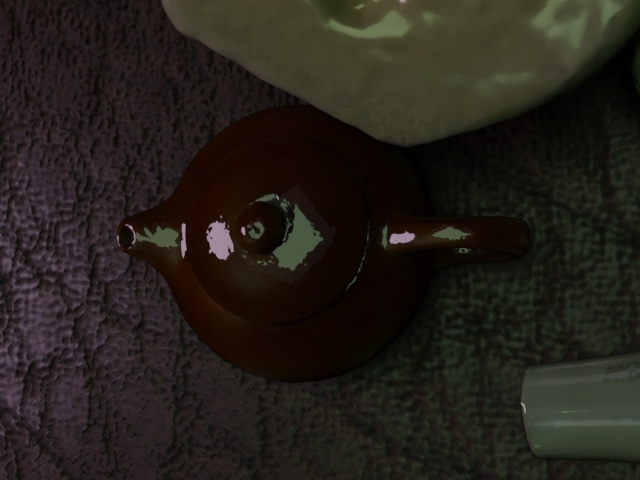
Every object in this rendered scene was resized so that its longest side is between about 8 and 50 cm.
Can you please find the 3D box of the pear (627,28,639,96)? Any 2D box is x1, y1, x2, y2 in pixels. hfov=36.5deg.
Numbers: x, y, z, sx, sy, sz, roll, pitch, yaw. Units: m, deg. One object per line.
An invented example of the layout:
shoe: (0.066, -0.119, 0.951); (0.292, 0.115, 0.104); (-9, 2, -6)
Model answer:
pear: (0.253, -0.116, 0.549); (0.141, 0.141, 0.104); (36, 74, 16)

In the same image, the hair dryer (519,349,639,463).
hair dryer: (0.229, 0.136, 0.500); (0.295, 0.119, 0.298); (10, 52, 37)

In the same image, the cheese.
cheese: (0.048, -0.218, 0.514); (0.318, 0.115, 0.326); (-14, 109, 16)

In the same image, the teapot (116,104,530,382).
teapot: (0.000, 0.000, 0.598); (0.252, 0.135, 0.178); (-1, 87, 16)
